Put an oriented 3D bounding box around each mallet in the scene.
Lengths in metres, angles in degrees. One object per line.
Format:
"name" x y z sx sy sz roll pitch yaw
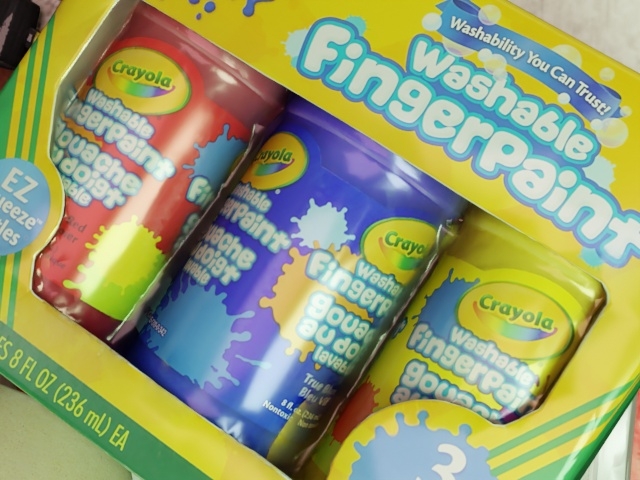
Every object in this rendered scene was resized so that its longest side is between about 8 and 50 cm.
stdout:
"mallet" -0.198 -0.144 1.072 0.190 0.039 0.062 27 90 9

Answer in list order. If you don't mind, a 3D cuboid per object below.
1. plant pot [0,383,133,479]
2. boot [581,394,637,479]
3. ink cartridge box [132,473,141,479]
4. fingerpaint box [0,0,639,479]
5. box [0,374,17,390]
"plant pot" -0.231 0.202 0.856 0.284 0.284 0.191 19 69 13
"boot" 0.162 0.204 0.947 0.123 0.095 0.258 4 78 18
"ink cartridge box" -0.044 0.253 0.962 0.207 0.117 0.283 3 86 13
"fingerpaint box" 0.000 0.000 0.843 0.445 0.163 0.371 34 88 17
"box" -0.368 0.127 0.980 0.127 0.232 0.148 42 94 15
